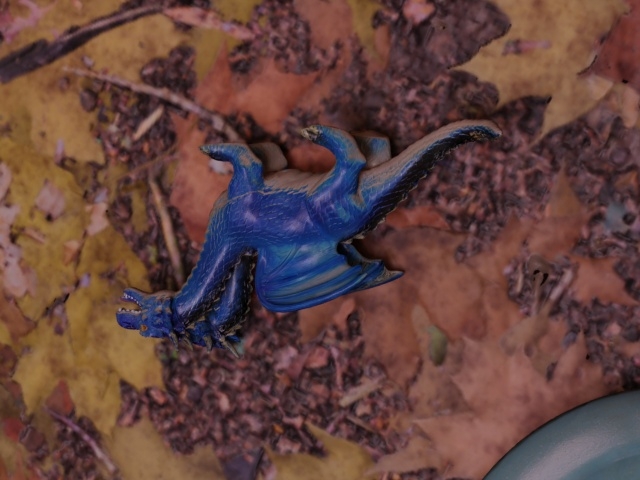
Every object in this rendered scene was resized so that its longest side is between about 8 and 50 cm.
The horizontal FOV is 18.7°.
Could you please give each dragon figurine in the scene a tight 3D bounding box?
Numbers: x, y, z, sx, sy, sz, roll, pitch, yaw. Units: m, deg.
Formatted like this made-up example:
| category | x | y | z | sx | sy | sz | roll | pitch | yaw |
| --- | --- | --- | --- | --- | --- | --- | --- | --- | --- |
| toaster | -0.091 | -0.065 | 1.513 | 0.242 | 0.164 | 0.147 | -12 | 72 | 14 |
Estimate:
| category | x | y | z | sx | sy | sz | roll | pitch | yaw |
| --- | --- | --- | --- | --- | --- | --- | --- | --- | --- |
| dragon figurine | 0.000 | 0.000 | 1.273 | 0.289 | 0.085 | 0.144 | -8 | 88 | 22 |

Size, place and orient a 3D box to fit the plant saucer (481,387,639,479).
| category | x | y | z | sx | sy | sz | roll | pitch | yaw |
| --- | --- | --- | --- | --- | --- | --- | --- | --- | --- |
| plant saucer | 0.221 | 0.241 | 1.149 | 0.317 | 0.044 | 0.318 | 0 | 80 | 1 |
